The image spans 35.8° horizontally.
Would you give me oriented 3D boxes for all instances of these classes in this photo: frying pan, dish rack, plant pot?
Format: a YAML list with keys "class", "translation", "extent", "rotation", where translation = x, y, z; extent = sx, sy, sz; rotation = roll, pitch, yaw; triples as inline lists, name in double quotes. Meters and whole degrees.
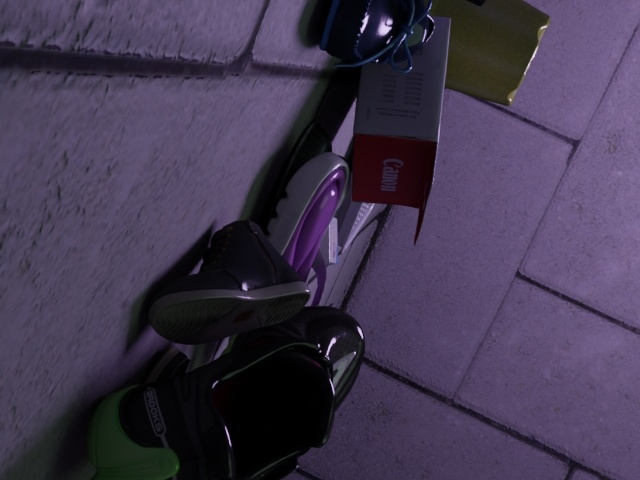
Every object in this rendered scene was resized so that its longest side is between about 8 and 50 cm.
- class: "frying pan"
  translation: [-0.051, -0.045, 1.423]
  extent: [0.326, 0.053, 0.197]
  rotation: [-61, 172, -50]
- class: "dish rack"
  translation: [0.105, -0.157, 2.121]
  extent: [0.285, 0.072, 0.333]
  rotation: [-55, 169, -60]
- class: "plant pot"
  translation: [0.276, -0.379, 1.843]
  extent: [0.276, 0.253, 0.276]
  rotation: [-63, 174, -12]

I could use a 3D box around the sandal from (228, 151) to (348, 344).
- class: "sandal"
  translation: [-0.034, 0.072, 1.402]
  extent: [0.169, 0.102, 0.416]
  rotation: [-35, 150, -47]

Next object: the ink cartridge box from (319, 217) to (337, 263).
- class: "ink cartridge box"
  translation: [0.000, 0.000, 1.811]
  extent: [0.122, 0.052, 0.089]
  rotation: [14, 74, -81]

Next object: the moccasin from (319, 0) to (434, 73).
- class: "moccasin"
  translation: [0.090, -0.294, 1.278]
  extent: [0.138, 0.116, 0.342]
  rotation: [-68, 173, 24]

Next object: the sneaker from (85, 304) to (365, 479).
- class: "sneaker"
  translation: [-0.050, 0.189, 1.125]
  extent: [0.483, 0.202, 0.185]
  rotation: [-27, 105, -61]

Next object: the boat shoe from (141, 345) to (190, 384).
- class: "boat shoe"
  translation: [-0.195, 0.237, 1.172]
  extent: [0.224, 0.073, 0.080]
  rotation: [-66, 170, 2]

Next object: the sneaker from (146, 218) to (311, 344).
- class: "sneaker"
  translation: [-0.121, 0.042, 1.097]
  extent: [0.222, 0.118, 0.083]
  rotation: [-2, 139, -51]

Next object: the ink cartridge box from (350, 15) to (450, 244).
- class: "ink cartridge box"
  translation: [0.117, -0.165, 1.566]
  extent: [0.309, 0.130, 0.272]
  rotation: [86, 11, -73]

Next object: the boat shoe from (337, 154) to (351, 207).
- class: "boat shoe"
  translation: [-0.009, -0.057, 1.663]
  extent: [0.184, 0.066, 0.063]
  rotation: [-57, 177, 15]

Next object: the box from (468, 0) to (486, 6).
- class: "box"
  translation: [0.199, -0.470, 1.275]
  extent: [0.143, 0.165, 0.270]
  rotation: [-59, 171, -35]
